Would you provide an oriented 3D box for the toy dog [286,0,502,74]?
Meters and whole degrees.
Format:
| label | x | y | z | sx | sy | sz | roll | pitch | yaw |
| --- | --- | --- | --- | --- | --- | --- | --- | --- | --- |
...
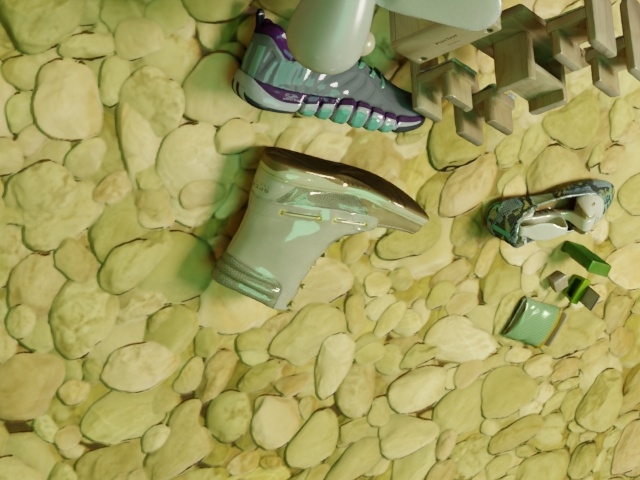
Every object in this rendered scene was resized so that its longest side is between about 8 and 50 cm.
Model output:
| label | x | y | z | sx | sy | sz | roll | pitch | yaw |
| --- | --- | --- | --- | --- | --- | --- | --- | --- | --- |
| toy dog | 0.107 | -0.296 | 1.229 | 0.334 | 0.220 | 0.161 | -36 | 150 | 32 |

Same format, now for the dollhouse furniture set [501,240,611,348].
| label | x | y | z | sx | sy | sz | roll | pitch | yaw |
| --- | --- | --- | --- | --- | --- | --- | --- | --- | --- |
| dollhouse furniture set | 0.303 | 0.080 | 1.733 | 0.076 | 0.058 | 0.151 | 17 | 109 | -37 |

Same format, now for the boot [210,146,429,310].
| label | x | y | z | sx | sy | sz | roll | pitch | yaw |
| --- | --- | --- | --- | --- | --- | --- | --- | --- | --- |
| boot | 0.000 | 0.000 | 1.490 | 0.213 | 0.077 | 0.165 | 15 | 110 | -31 |

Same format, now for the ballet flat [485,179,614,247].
| label | x | y | z | sx | sy | sz | roll | pitch | yaw |
| --- | --- | --- | --- | --- | --- | --- | --- | --- | --- |
| ballet flat | 0.288 | -0.026 | 1.654 | 0.188 | 0.070 | 0.070 | -14 | 125 | -23 |

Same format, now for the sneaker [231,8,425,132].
| label | x | y | z | sx | sy | sz | roll | pitch | yaw |
| --- | --- | --- | --- | --- | --- | --- | --- | --- | --- |
| sneaker | 0.024 | -0.170 | 1.394 | 0.224 | 0.083 | 0.098 | 5 | 111 | -33 |

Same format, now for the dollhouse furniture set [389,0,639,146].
| label | x | y | z | sx | sy | sz | roll | pitch | yaw |
| --- | --- | --- | --- | --- | --- | --- | --- | --- | --- |
| dollhouse furniture set | 0.179 | -0.233 | 1.384 | 0.212 | 0.161 | 0.242 | -19 | 151 | 36 |
